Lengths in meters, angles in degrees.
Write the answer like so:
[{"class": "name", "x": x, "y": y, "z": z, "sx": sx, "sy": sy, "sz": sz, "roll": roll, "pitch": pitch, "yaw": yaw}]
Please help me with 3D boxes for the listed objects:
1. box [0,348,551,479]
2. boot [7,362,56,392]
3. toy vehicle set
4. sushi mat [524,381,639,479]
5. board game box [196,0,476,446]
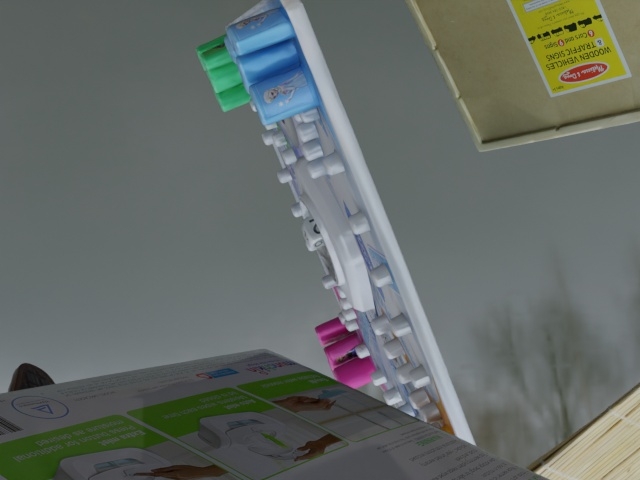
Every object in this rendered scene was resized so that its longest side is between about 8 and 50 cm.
[{"class": "box", "x": -0.018, "y": 0.150, "z": 0.409, "sx": 0.231, "sy": 0.127, "sz": 0.262, "roll": 21, "pitch": -170, "yaw": 27}, {"class": "boot", "x": -0.281, "y": 0.219, "z": 0.866, "sx": 0.106, "sy": 0.219, "sz": 0.082, "roll": -40, "pitch": 133, "yaw": 17}, {"class": "toy vehicle set", "x": 0.188, "y": -0.164, "z": 0.703, "sx": 0.266, "sy": 0.035, "sz": 0.166, "roll": -6, "pitch": 117, "yaw": 53}, {"class": "sushi mat", "x": 0.308, "y": 0.108, "z": 0.733, "sx": 0.316, "sy": 0.019, "sz": 0.151, "roll": -43, "pitch": 132, "yaw": 14}, {"class": "board game box", "x": 0.000, "y": 0.000, "z": 0.793, "sx": 0.050, "sy": 0.390, "sz": 0.390, "roll": -24, "pitch": -167, "yaw": -6}]
